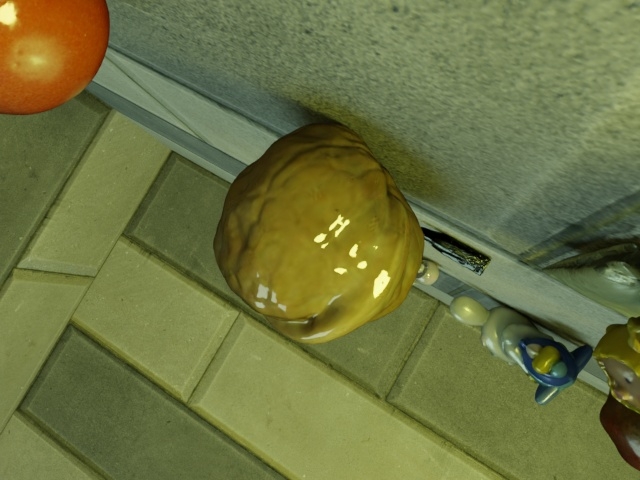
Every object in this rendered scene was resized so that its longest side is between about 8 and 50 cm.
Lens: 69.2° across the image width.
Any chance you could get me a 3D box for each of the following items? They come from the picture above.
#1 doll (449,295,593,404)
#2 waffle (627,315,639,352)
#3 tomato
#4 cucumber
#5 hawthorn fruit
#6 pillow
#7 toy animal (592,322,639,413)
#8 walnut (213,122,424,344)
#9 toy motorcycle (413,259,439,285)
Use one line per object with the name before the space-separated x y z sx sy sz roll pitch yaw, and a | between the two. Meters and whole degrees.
doll | 0.574 0.313 1.285 0.376 0.187 0.365 12 -167 -23
waffle | 0.383 0.094 0.397 0.194 0.051 0.149 26 156 -12
tomato | -0.361 -0.258 0.488 0.256 0.224 0.256 30 -173 -4
cucumber | 0.240 0.009 0.873 0.163 0.043 0.039 33 -140 8
hawthorn fruit | 0.673 0.349 0.865 0.208 0.208 0.248 31 166 -15
pillow | 0.372 0.076 0.495 0.230 0.050 0.148 30 176 -2
toy animal | 0.497 0.198 0.624 0.230 0.156 0.156 41 -179 19
walnut | 0.000 0.000 0.647 0.285 0.285 0.296 28 -179 38
toy motorcycle | 0.258 0.091 1.404 0.112 0.112 0.254 31 176 -25
